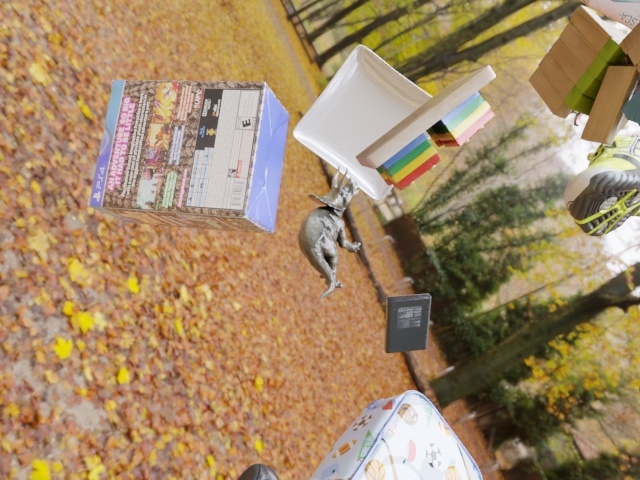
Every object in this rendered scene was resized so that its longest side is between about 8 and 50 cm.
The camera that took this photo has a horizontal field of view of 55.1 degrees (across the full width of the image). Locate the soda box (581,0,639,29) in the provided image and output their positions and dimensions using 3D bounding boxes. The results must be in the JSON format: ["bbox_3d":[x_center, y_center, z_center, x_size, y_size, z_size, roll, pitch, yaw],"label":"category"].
[{"bbox_3d":[0.558,-0.419,1.103,0.183,0.063,0.058,20,31,-14],"label":"soda box"}]

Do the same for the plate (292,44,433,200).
[{"bbox_3d":[0.119,-0.281,1.484,0.277,0.278,0.045,38,4,5],"label":"plate"}]

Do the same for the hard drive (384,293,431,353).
[{"bbox_3d":[0.187,0.180,1.322,0.022,0.094,0.135,-110,-163,-62],"label":"hard drive"}]

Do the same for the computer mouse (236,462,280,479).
[{"bbox_3d":[-0.109,0.518,1.029,0.184,0.060,0.262,51,44,-6],"label":"computer mouse"}]

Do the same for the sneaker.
[{"bbox_3d":[0.530,-0.112,1.116,0.384,0.145,0.147,-10,55,-44],"label":"sneaker"}]

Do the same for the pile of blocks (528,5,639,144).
[{"bbox_3d":[0.373,-0.153,0.638,0.112,0.149,0.362,14,14,-21],"label":"pile of blocks"}]

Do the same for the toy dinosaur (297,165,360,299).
[{"bbox_3d":[0.000,0.000,1.262,0.160,0.121,0.314,59,36,-27],"label":"toy dinosaur"}]

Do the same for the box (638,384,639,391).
[{"bbox_3d":[0.840,0.408,1.139,0.097,0.318,0.395,35,35,-46],"label":"box"}]

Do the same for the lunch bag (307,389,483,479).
[{"bbox_3d":[0.110,0.389,0.892,0.243,0.115,0.303,55,44,-5],"label":"lunch bag"}]

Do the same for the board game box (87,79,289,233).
[{"bbox_3d":[-0.224,-0.144,1.077,0.141,0.290,0.232,39,58,-72],"label":"board game box"}]

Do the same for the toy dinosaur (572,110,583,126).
[{"bbox_3d":[0.613,-0.309,1.447,0.047,0.082,0.090,160,-79,-67],"label":"toy dinosaur"}]

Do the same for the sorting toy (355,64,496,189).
[{"bbox_3d":[0.202,-0.198,1.152,0.089,0.255,0.257,52,4,-7],"label":"sorting toy"}]
